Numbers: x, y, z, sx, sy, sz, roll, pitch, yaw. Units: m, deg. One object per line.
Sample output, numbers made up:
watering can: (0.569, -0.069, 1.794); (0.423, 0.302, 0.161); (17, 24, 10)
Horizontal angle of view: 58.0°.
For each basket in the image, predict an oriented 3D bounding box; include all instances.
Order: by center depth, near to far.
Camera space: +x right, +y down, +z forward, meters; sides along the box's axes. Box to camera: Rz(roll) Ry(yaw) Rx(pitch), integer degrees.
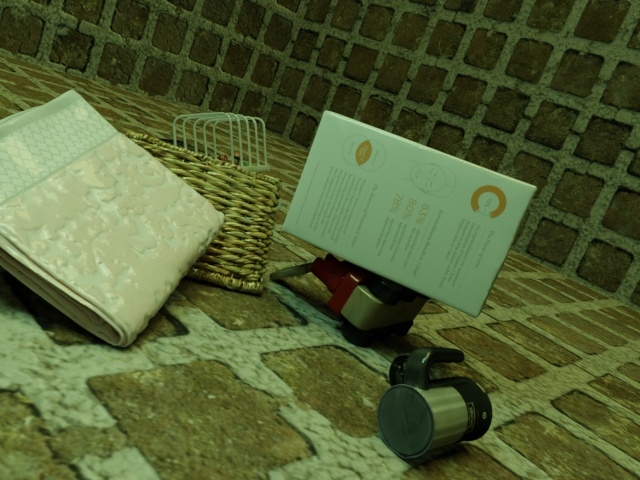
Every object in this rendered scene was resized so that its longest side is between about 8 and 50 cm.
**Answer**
basket: (-0.250, -0.025, 1.049); (0.300, 0.222, 0.213); (16, -19, -22)

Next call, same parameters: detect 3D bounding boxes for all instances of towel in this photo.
towel: (-0.306, -0.052, 0.780); (0.317, 0.053, 0.331); (41, 29, -9)

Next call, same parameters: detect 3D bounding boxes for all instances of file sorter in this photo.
file sorter: (-0.291, -0.283, 1.713); (0.193, 0.172, 0.278); (-1, 8, 16)

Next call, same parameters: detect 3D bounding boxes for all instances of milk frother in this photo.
milk frother: (0.120, 0.205, 0.743); (0.135, 0.129, 0.143); (9, -25, -45)

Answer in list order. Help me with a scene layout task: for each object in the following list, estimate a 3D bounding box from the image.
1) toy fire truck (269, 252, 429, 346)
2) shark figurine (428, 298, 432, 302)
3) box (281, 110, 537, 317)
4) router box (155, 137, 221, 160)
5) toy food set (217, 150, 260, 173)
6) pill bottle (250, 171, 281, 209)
toy fire truck: (0.051, 0.077, 1.057); (0.246, 0.158, 0.217); (41, 21, 27)
shark figurine: (0.340, 0.101, 1.476); (0.167, 0.116, 0.278); (-10, -1, 11)
box: (0.147, -0.052, 0.959); (0.346, 0.214, 0.168); (24, 12, 16)
router box: (-0.436, -0.282, 1.886); (0.179, 0.046, 0.133); (25, 14, 18)
toy food set: (-0.287, -0.264, 1.991); (0.218, 0.071, 0.128); (28, 15, 27)
pill bottle: (-0.167, -0.130, 1.607); (0.087, 0.087, 0.160); (14, 16, -30)
